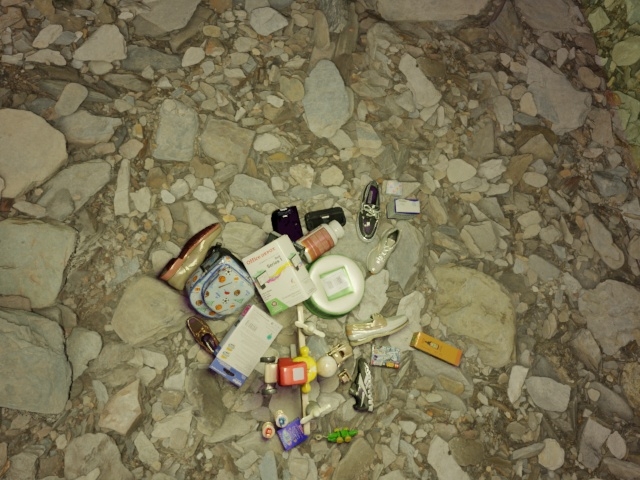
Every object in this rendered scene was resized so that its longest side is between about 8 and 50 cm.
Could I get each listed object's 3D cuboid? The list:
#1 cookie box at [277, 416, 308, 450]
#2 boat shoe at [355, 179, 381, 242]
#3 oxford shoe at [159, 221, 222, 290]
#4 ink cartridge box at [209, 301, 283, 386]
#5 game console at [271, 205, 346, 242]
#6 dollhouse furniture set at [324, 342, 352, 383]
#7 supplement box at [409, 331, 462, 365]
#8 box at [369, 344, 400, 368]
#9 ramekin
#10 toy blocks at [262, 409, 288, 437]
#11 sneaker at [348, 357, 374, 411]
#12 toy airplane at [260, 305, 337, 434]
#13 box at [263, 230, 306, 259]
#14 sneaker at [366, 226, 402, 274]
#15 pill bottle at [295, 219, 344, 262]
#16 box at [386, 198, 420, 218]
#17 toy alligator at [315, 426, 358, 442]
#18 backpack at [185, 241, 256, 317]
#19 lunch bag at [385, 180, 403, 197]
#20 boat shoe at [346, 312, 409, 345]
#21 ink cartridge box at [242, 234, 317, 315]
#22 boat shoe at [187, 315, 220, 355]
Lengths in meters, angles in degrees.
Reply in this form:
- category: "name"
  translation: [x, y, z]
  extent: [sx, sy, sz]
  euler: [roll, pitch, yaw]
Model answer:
- category: "cookie box"
  translation: [-0.120, 0.830, 1.757]
  extent: [0.107, 0.040, 0.092]
  euler: [-25, 83, -14]
- category: "boat shoe"
  translation: [0.247, -0.144, 2.006]
  extent: [0.113, 0.105, 0.307]
  euler: [15, 75, -7]
- category: "oxford shoe"
  translation: [-0.552, 0.067, 1.827]
  extent: [0.348, 0.123, 0.130]
  euler: [-49, 116, -17]
- category: "ink cartridge box"
  translation: [-0.323, 0.446, 1.760]
  extent: [0.186, 0.065, 0.311]
  euler: [43, 70, -27]
- category: "game console"
  translation: [-0.048, -0.072, 1.970]
  extent: [0.360, 0.044, 0.214]
  euler: [-12, 82, -12]
- category: "dollhouse furniture set"
  translation: [0.117, 0.540, 1.791]
  extent: [0.101, 0.182, 0.161]
  euler: [-30, 84, -15]
- category: "supplement box"
  translation: [0.544, 0.511, 1.932]
  extent: [0.233, 0.080, 0.078]
  euler: [26, 74, -6]
- category: "box"
  translation: [0.301, 0.541, 1.905]
  extent: [0.136, 0.027, 0.094]
  euler: [10, 75, -8]
- category: "ramekin"
  translation: [0.058, 0.205, 1.871]
  extent: [0.303, 0.148, 0.304]
  euler: [2, 77, -10]
- category: "toy blocks"
  translation: [-0.189, 0.772, 1.702]
  extent: [0.123, 0.148, 0.054]
  euler: [-42, 87, -16]
- category: "sneaker"
  translation: [0.176, 0.650, 1.832]
  extent: [0.106, 0.078, 0.235]
  euler: [-3, 80, -13]
- category: "toy airplane"
  translation: [-0.063, 0.523, 1.668]
  extent: [0.272, 0.385, 0.387]
  euler: [-7, 122, 10]
- category: "box"
  translation: [-0.182, 0.092, 1.824]
  extent: [0.175, 0.051, 0.221]
  euler: [28, 111, 12]
- category: "sneaker"
  translation: [0.307, 0.040, 1.968]
  extent: [0.099, 0.121, 0.263]
  euler: [29, 74, -2]
- category: "pill bottle"
  translation: [0.000, 0.000, 1.882]
  extent: [0.216, 0.121, 0.121]
  euler: [-33, 85, -14]
- category: "box"
  translation: [0.406, -0.153, 2.020]
  extent: [0.126, 0.137, 0.072]
  euler: [1, 78, -10]
- category: "toy alligator"
  translation: [0.070, 0.860, 1.783]
  extent: [0.189, 0.056, 0.052]
  euler: [-3, 119, -11]
- category: "backpack"
  translation: [-0.426, 0.200, 1.738]
  extent: [0.263, 0.213, 0.276]
  euler: [-41, 119, 1]
- category: "lunch bag"
  translation: [0.372, -0.263, 2.083]
  extent: [0.083, 0.053, 0.071]
  euler: [10, 78, -18]
- category: "boat shoe"
  translation: [0.264, 0.388, 1.888]
  extent: [0.302, 0.113, 0.104]
  euler: [-18, 87, -13]
- category: "ink cartridge box"
  translation: [-0.176, 0.145, 1.741]
  extent: [0.201, 0.117, 0.278]
  euler: [-28, 91, 24]
- category: "boat shoe"
  translation: [-0.501, 0.408, 1.765]
  extent: [0.073, 0.073, 0.207]
  euler: [-44, 87, -12]
